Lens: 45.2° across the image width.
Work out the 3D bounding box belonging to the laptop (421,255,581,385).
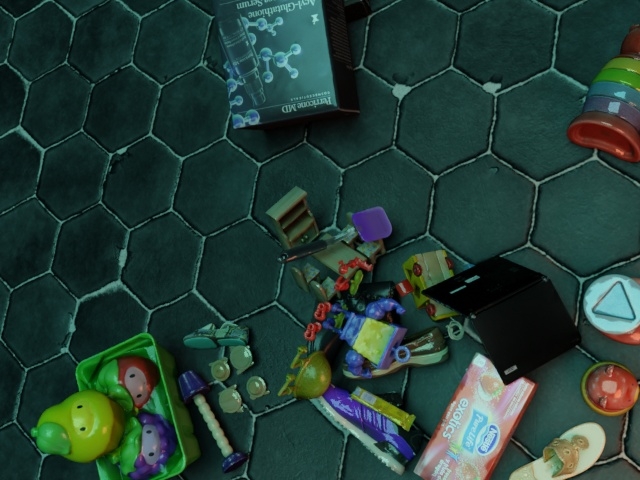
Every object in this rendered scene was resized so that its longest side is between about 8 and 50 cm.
[{"bbox_3d":[0.402,0.167,1.715,0.234,0.137,0.264,-22,26,-24],"label":"laptop"}]

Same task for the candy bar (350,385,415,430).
[{"bbox_3d":[0.141,0.383,1.768,0.161,0.018,0.040,25,62,22],"label":"candy bar"}]

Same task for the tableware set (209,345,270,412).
[{"bbox_3d":[-0.217,0.359,1.990,0.141,0.020,0.169,-26,80,19],"label":"tableware set"}]

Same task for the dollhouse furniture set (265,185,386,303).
[{"bbox_3d":[0.000,0.000,1.887,0.212,0.161,0.242,-43,52,-19],"label":"dollhouse furniture set"}]

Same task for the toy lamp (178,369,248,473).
[{"bbox_3d":[-0.283,0.458,1.970,0.080,0.080,0.275,-39,68,8],"label":"toy lamp"}]

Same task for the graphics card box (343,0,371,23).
[{"bbox_3d":[-0.008,-0.769,2.146,0.232,0.094,0.371,-14,75,17],"label":"graphics card box"}]

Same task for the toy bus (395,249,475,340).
[{"bbox_3d":[0.269,0.125,1.825,0.191,0.104,0.202,33,62,-2],"label":"toy bus"}]

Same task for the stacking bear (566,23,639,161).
[{"bbox_3d":[0.704,-0.355,1.754,0.175,0.164,0.289,24,82,24],"label":"stacking bear"}]

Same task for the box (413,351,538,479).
[{"bbox_3d":[0.348,0.413,1.699,0.142,0.154,0.300,28,89,21],"label":"box"}]

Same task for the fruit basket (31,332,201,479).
[{"bbox_3d":[-0.503,0.439,1.902,0.283,0.392,0.392,-25,70,14],"label":"fruit basket"}]

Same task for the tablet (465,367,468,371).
[{"bbox_3d":[0.369,0.338,1.791,0.054,0.006,0.083,-8,74,19],"label":"tablet"}]

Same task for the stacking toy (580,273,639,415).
[{"bbox_3d":[0.695,0.220,1.629,0.279,0.130,0.309,-1,78,21],"label":"stacking toy"}]

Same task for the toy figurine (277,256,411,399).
[{"bbox_3d":[0.089,0.240,1.723,0.217,0.191,0.363,25,91,19],"label":"toy figurine"}]

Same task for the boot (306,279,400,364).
[{"bbox_3d":[0.083,0.212,1.879,0.207,0.094,0.247,3,72,25],"label":"boot"}]

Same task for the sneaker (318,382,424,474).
[{"bbox_3d":[0.124,0.405,1.826,0.293,0.102,0.146,39,86,20],"label":"sneaker"}]

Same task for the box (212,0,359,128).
[{"bbox_3d":[-0.089,-0.503,1.989,0.293,0.212,0.396,-8,95,18],"label":"box"}]

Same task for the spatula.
[{"bbox_3d":[0.033,-0.003,1.823,0.296,0.030,0.084,-21,71,-12],"label":"spatula"}]

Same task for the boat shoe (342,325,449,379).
[{"bbox_3d":[0.171,0.258,1.829,0.257,0.095,0.095,-14,99,7],"label":"boat shoe"}]

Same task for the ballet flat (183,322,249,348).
[{"bbox_3d":[-0.271,0.250,2.031,0.188,0.070,0.070,-2,77,18],"label":"ballet flat"}]

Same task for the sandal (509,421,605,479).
[{"bbox_3d":[0.514,0.480,1.663,0.240,0.079,0.088,-36,68,9],"label":"sandal"}]
